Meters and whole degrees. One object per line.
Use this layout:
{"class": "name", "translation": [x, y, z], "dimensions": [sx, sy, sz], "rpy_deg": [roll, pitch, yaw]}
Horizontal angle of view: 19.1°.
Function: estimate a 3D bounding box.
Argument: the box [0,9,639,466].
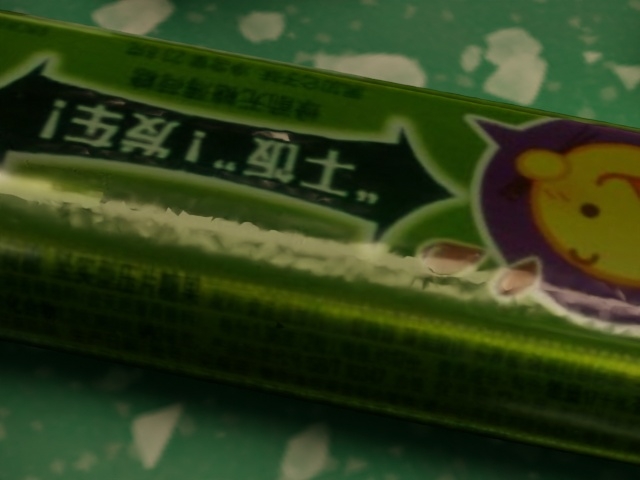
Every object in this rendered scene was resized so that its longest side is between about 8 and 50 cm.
{"class": "box", "translation": [0.000, 0.000, 0.723], "dimensions": [0.345, 0.097, 0.134], "rpy_deg": [11, 46, 3]}
